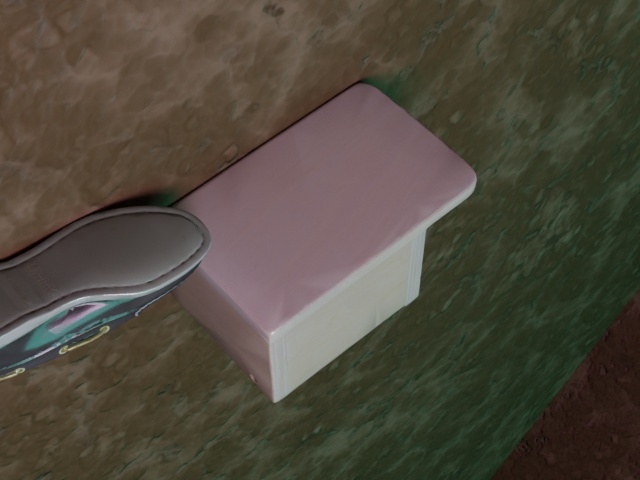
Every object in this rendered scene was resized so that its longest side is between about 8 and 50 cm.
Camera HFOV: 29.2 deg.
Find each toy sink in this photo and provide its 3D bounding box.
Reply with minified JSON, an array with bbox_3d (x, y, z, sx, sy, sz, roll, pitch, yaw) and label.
[{"bbox_3d":[0.000,0.000,1.065,0.234,0.153,0.131,-37,153,-21],"label":"toy sink"}]

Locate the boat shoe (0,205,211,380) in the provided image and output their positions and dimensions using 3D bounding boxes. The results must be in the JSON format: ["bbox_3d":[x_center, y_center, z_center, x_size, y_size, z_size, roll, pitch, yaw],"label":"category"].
[{"bbox_3d":[-0.188,0.041,0.929,0.228,0.081,0.068,-22,149,-28],"label":"boat shoe"}]
